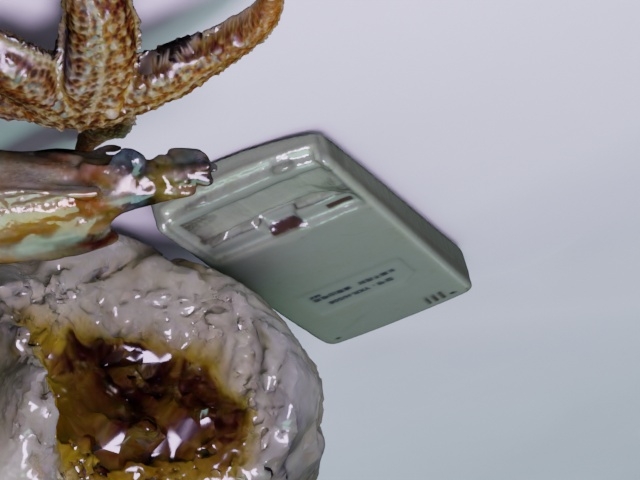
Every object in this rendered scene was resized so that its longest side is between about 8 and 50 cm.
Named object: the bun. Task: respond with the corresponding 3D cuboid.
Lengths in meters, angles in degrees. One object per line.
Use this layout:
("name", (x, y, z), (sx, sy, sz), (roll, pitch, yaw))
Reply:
("bun", (-0.140, 0.104, 1.158), (0.281, 0.205, 0.281), (-14, 150, -8))

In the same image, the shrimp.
("shrimp", (-0.178, -0.013, 0.991), (0.254, 0.059, 0.145), (-5, 176, -2))

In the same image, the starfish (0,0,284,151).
("starfish", (-0.117, -0.078, 0.927), (0.213, 0.057, 0.238), (-8, 158, 3))

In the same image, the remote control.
("remote control", (0.000, 0.000, 1.228), (0.123, 0.038, 0.285), (-23, 155, 17))
